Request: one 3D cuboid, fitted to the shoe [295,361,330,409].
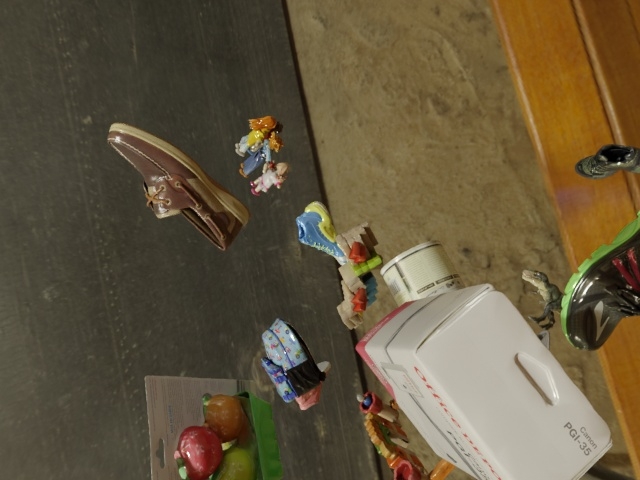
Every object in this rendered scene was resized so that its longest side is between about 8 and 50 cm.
[{"bbox_3d":[-0.020,0.490,1.798,0.178,0.063,0.081,-35,110,-39],"label":"shoe"}]

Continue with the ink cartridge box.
[{"bbox_3d":[0.172,0.176,0.654,0.117,0.283,0.207,-37,86,-12],"label":"ink cartridge box"}]

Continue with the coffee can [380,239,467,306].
[{"bbox_3d":[0.322,0.166,1.522,0.201,0.201,0.275,-24,71,-7],"label":"coffee can"}]

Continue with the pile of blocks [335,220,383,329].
[{"bbox_3d":[0.130,0.128,1.589,0.148,0.113,0.362,-9,122,-11],"label":"pile of blocks"}]

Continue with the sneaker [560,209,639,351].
[{"bbox_3d":[0.747,0.090,1.226,0.185,0.202,0.483,13,121,-28],"label":"sneaker"}]

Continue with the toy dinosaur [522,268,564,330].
[{"bbox_3d":[0.622,0.182,1.427,0.268,0.064,0.118,35,93,-25],"label":"toy dinosaur"}]

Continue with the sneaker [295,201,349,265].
[{"bbox_3d":[0.000,0.000,1.706,0.126,0.091,0.240,-33,102,-13],"label":"sneaker"}]

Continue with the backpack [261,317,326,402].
[{"bbox_3d":[-0.085,0.282,1.293,0.116,0.158,0.173,-30,102,-14],"label":"backpack"}]

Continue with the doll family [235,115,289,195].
[{"bbox_3d":[-0.173,-0.270,1.561,0.118,0.163,0.263,25,42,-43],"label":"doll family"}]

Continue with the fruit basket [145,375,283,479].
[{"bbox_3d":[-0.258,0.486,1.245,0.165,0.353,0.327,-33,59,32],"label":"fruit basket"}]

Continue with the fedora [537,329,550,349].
[{"bbox_3d":[0.416,0.317,1.189,0.124,0.276,0.244,12,43,18],"label":"fedora"}]

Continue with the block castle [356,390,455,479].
[{"bbox_3d":[0.317,0.633,1.894,0.212,0.453,0.303,32,100,-24],"label":"block castle"}]

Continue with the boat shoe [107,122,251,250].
[{"bbox_3d":[-0.298,-0.099,1.090,0.342,0.123,0.123,41,69,-34],"label":"boat shoe"}]

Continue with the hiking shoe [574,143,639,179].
[{"bbox_3d":[0.834,-0.242,1.550,0.114,0.227,0.086,28,76,-24],"label":"hiking shoe"}]
